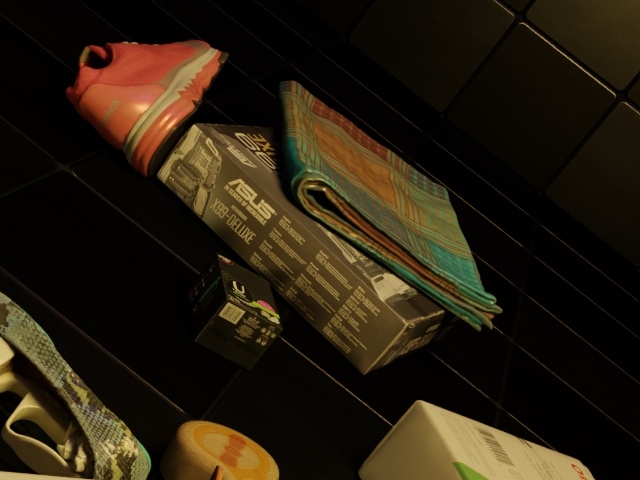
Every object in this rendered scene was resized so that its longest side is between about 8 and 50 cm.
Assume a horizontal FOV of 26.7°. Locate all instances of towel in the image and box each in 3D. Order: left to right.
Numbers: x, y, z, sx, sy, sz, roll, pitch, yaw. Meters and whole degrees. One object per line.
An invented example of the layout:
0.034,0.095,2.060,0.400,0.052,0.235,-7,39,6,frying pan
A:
0.067,-0.057,1.538,0.271,0.040,0.370,35,17,-17,towel

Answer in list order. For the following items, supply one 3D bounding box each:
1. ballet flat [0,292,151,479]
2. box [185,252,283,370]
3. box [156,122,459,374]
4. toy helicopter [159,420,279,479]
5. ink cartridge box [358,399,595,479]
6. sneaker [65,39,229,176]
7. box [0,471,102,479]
-0.188,0.097,0.858,0.188,0.070,0.070,40,17,17,ballet flat
-0.077,0.061,1.182,0.062,0.052,0.083,32,17,-24,box
0.000,0.000,1.450,0.307,0.076,0.242,43,17,15,box
-0.032,0.213,0.826,0.235,0.140,0.355,16,15,-31,toy helicopter
0.162,0.241,1.129,0.219,0.092,0.160,25,22,-37,ink cartridge box
-0.191,-0.181,1.472,0.136,0.116,0.314,34,18,-8,sneaker
-0.145,0.181,0.679,0.101,0.087,0.102,18,26,-48,box
